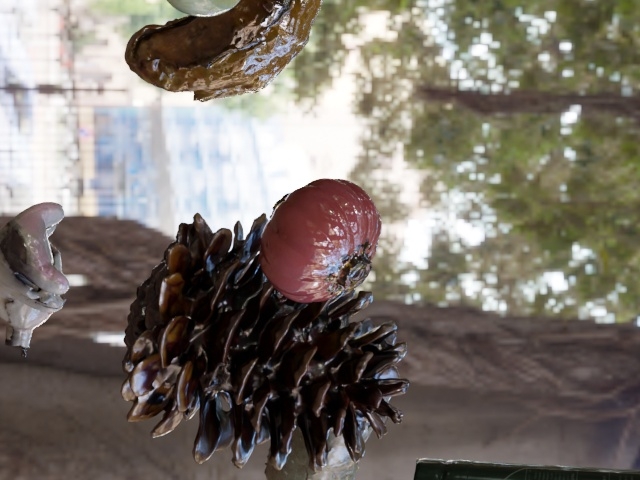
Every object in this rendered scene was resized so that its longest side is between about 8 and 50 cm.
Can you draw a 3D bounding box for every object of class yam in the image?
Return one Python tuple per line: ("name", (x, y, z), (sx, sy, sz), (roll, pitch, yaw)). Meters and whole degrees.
("yam", (0.006, 0.281, 1.928), (0.154, 0.154, 0.254), (-105, -147, -52))

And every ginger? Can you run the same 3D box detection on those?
("ginger", (-0.129, -0.307, 1.980), (0.172, 0.321, 0.165), (58, -6, 4))

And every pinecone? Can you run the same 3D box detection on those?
("pinecone", (-0.046, 0.107, 1.258), (0.246, 0.292, 0.246), (-52, 154, -39))

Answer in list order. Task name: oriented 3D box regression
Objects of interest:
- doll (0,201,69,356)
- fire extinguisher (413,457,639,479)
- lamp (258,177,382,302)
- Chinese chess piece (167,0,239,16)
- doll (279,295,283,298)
("doll", (-0.346, 0.039, 1.541), (0.192, 0.095, 0.149), (123, -40, -62))
("fire extinguisher", (0.237, 0.253, 1.151), (0.095, 0.311, 0.114), (-22, 111, -75))
("lamp", (0.000, 0.000, 1.053), (0.092, 0.107, 0.107), (42, -36, 25))
("Chinese chess piece", (-0.132, -0.320, 1.451), (0.144, 0.059, 0.144), (-14, 106, -63))
("doll", (-0.061, 0.157, 1.717), (0.169, 0.057, 0.109), (-57, -134, 49))
